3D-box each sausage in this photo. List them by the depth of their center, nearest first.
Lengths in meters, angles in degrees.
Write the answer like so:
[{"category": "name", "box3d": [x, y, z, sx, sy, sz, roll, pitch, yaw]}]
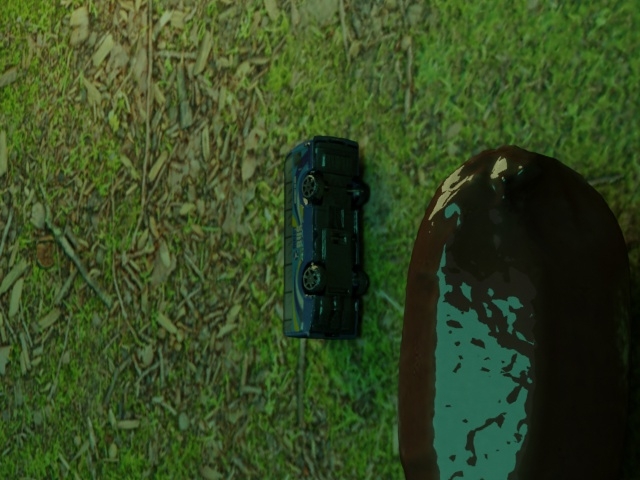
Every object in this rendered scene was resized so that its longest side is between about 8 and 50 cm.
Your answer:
[{"category": "sausage", "box3d": [0.117, 0.076, 0.788, 0.148, 0.148, 0.254, 1, 80, 49]}]

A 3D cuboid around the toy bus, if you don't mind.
[{"category": "toy bus", "box3d": [0.000, 0.000, 1.002, 0.061, 0.051, 0.153, -13, 75, 54]}]
